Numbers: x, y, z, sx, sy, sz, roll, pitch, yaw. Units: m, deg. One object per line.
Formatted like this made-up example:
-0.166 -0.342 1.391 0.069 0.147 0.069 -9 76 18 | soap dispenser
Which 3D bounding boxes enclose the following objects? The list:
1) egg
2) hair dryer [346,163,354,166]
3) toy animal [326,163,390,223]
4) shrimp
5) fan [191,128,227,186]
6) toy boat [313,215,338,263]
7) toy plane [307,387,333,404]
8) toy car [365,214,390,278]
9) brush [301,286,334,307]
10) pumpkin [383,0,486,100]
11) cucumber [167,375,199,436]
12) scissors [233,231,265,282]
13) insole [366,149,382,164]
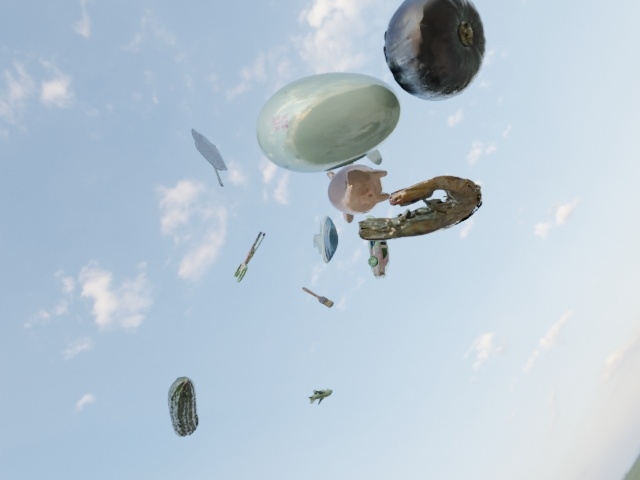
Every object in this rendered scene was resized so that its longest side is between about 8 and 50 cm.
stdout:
0.014 -0.286 1.094 0.230 0.370 0.230 33 -128 -58 | egg
0.148 -0.273 1.758 0.092 0.267 0.229 -45 -27 18 | hair dryer
0.097 -0.138 1.301 0.153 0.250 0.167 -3 -91 -7 | toy animal
0.195 -0.061 0.893 0.253 0.058 0.173 -10 -32 3 | shrimp
-0.310 -0.230 1.299 0.009 0.220 0.132 -36 -33 15 | fan
0.004 0.009 1.071 0.034 0.106 0.149 2 -24 -24 | toy boat
-0.001 0.490 1.436 0.083 0.033 0.080 -21 -50 -10 | toy plane
0.198 0.020 1.566 0.090 0.076 0.224 46 -142 -69 | toy car
-0.016 0.258 2.080 0.043 0.169 0.014 -40 -29 -44 | brush
0.243 -0.412 0.950 0.233 0.163 0.233 0 -90 -35 | pumpkin
-0.364 0.436 1.189 0.077 0.077 0.265 -26 -38 -32 | cucumber
-0.239 0.053 1.530 0.020 0.133 0.187 31 -95 -18 | scissors
0.135 -0.283 1.344 0.002 0.153 0.053 -21 -21 -33 | insole
